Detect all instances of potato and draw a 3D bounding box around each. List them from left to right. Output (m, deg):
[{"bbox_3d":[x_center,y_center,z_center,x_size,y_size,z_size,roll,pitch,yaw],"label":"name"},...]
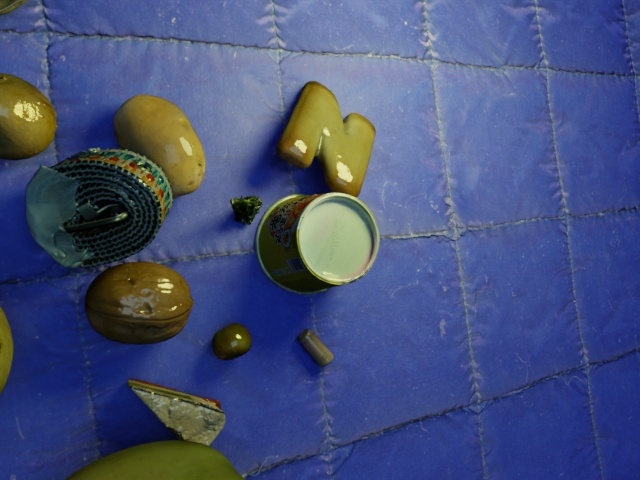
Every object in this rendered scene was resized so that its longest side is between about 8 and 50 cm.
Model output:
[{"bbox_3d":[-0.336,-0.204,1.024,0.150,0.146,0.233,-38,103,-56],"label":"potato"}]

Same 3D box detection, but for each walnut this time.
[{"bbox_3d":[-0.361,0.126,0.966,0.207,0.167,0.167,5,84,-27],"label":"walnut"}]

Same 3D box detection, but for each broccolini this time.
[{"bbox_3d":[-0.166,-0.069,1.060,0.058,0.201,0.073,16,92,-5],"label":"broccolini"}]

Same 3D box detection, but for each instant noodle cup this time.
[{"bbox_3d":[0.000,0.000,1.124,0.265,0.200,0.263,3,84,-24],"label":"instant noodle cup"}]

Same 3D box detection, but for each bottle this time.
[{"bbox_3d":[-0.012,0.264,1.180,0.045,0.045,0.096,-44,103,-22],"label":"bottle"}]

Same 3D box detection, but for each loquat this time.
[{"bbox_3d":[-0.588,-0.230,0.879,0.172,0.204,0.149,41,101,13],"label":"loquat"}]

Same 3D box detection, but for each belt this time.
[{"bbox_3d":[-0.424,-0.068,0.920,0.258,0.150,0.206,-12,113,1],"label":"belt"}]

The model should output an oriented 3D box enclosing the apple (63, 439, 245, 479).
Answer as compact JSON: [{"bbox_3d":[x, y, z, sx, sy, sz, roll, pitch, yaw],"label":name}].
[{"bbox_3d":[-0.286,0.579,0.815,0.475,0.474,0.472,2,85,-25],"label":"apple"}]

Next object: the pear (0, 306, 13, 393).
[{"bbox_3d":[-0.654,0.192,0.754,0.304,0.304,0.303,2,85,-25],"label":"pear"}]

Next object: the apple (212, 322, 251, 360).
[{"bbox_3d":[-0.199,0.228,1.070,0.090,0.089,0.074,-25,82,-25],"label":"apple"}]

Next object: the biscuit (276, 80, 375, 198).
[{"bbox_3d":[0.026,-0.254,1.185,0.237,0.062,0.290,33,50,-17],"label":"biscuit"}]

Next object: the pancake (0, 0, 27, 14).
[{"bbox_3d":[-0.707,-0.563,0.920,0.295,0.050,0.293,2,87,-28],"label":"pancake"}]

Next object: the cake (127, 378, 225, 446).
[{"bbox_3d":[-0.291,0.345,1.018,0.117,0.086,0.220,-40,103,-22],"label":"cake"}]
